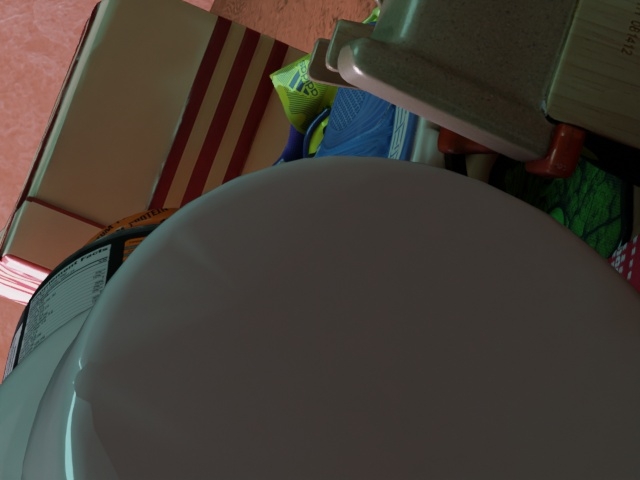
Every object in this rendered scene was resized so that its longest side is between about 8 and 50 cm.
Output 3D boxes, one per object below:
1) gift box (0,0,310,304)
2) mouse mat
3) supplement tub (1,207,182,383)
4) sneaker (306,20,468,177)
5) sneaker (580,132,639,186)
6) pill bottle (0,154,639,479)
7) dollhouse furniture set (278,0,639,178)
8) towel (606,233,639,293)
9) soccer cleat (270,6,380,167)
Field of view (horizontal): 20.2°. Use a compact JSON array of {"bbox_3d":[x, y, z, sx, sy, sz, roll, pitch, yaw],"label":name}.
[{"bbox_3d":[-0.135,-0.028,1.381,0.255,0.276,0.258,141,148,-76],"label":"gift box"},{"bbox_3d":[0.114,-0.020,0.897,0.152,0.007,0.189,124,164,-44],"label":"mouse mat"},{"bbox_3d":[-0.090,0.123,1.054,0.338,0.207,0.207,-93,28,-64],"label":"supplement tub"},{"bbox_3d":[0.000,0.000,0.908,0.330,0.147,0.130,-80,-18,-47],"label":"sneaker"},{"bbox_3d":[0.138,-0.069,0.745,0.082,0.069,0.209,-63,14,-2],"label":"sneaker"},{"bbox_3d":[-0.035,0.147,0.622,0.392,0.224,0.224,124,163,-56],"label":"pill bottle"},{"bbox_3d":[0.074,-0.072,0.662,0.259,0.135,0.262,-137,64,-85],"label":"dollhouse furniture set"},{"bbox_3d":[0.107,0.094,0.676,0.275,0.031,0.199,132,155,-62],"label":"towel"},{"bbox_3d":[0.037,-0.097,1.088,0.093,0.121,0.289,-84,21,-54],"label":"soccer cleat"}]
